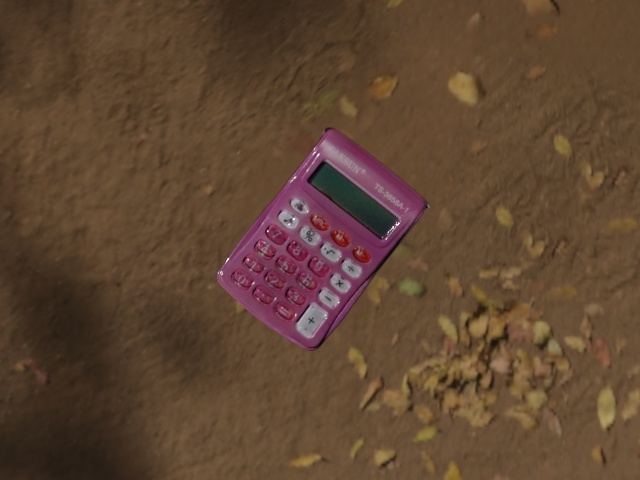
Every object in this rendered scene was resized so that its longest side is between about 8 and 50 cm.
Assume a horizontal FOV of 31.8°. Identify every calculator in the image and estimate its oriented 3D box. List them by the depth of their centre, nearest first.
[{"bbox_3d":[0.000,0.000,1.076,0.127,0.034,0.190,38,88,-7],"label":"calculator"}]
